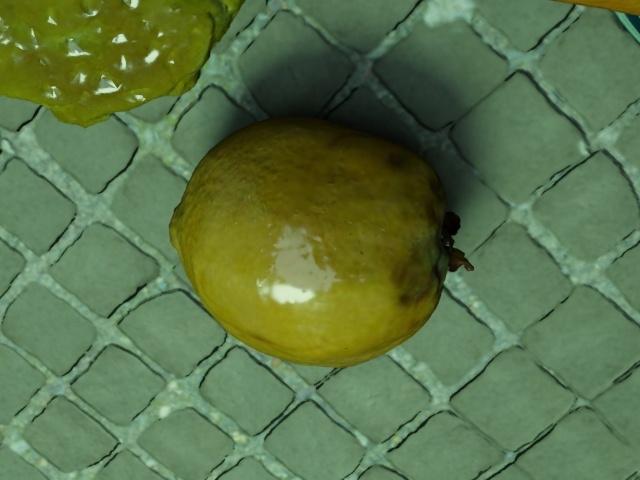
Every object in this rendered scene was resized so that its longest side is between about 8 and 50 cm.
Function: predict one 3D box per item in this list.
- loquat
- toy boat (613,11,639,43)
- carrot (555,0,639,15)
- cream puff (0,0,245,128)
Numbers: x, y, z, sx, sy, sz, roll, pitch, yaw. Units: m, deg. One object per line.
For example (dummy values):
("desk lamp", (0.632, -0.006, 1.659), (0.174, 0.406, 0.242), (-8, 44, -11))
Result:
("loquat", (0.000, 0.000, 0.878), (0.234, 0.176, 0.187), (9, 132, 9))
("toy boat", (0.336, -0.119, 0.822), (0.299, 0.061, 0.096), (23, 116, -1))
("carrot", (0.282, -0.230, 0.713), (0.331, 0.214, 0.193), (8, 141, 9))
("cream puff", (-0.166, -0.194, 0.799), (0.244, 0.196, 0.244), (4, 116, 9))
